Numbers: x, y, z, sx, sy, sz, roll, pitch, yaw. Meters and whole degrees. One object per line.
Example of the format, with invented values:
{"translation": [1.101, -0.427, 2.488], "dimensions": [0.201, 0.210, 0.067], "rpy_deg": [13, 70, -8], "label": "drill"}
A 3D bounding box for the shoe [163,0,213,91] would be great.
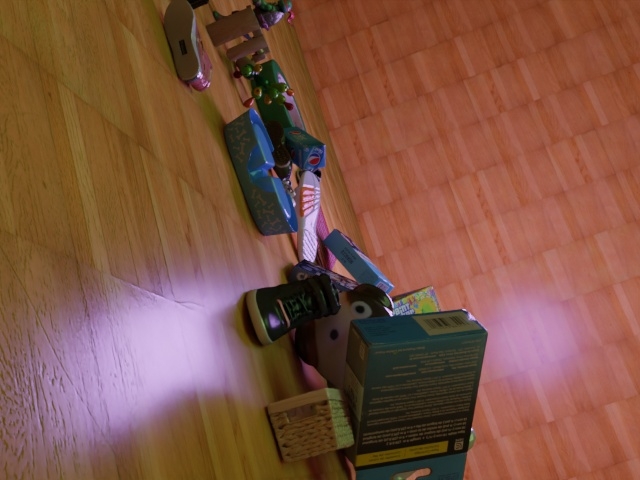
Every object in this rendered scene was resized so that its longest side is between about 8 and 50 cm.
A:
{"translation": [-0.261, -0.386, 1.528], "dimensions": [0.081, 0.063, 0.178], "rpy_deg": [43, 34, -75], "label": "shoe"}

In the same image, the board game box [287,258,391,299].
{"translation": [0.051, 0.118, 1.861], "dimensions": [0.165, 0.243, 0.042], "rpy_deg": [-33, 146, -82], "label": "board game box"}

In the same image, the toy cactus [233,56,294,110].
{"translation": [-0.173, -0.430, 2.088], "dimensions": [0.180, 0.112, 0.219], "rpy_deg": [49, 20, 29], "label": "toy cactus"}

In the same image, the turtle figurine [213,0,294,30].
{"translation": [-0.165, -0.632, 2.094], "dimensions": [0.175, 0.234, 0.118], "rpy_deg": [50, 21, -67], "label": "turtle figurine"}

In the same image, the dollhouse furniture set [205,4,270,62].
{"translation": [-0.212, -0.526, 1.994], "dimensions": [0.151, 0.123, 0.144], "rpy_deg": [-109, 175, -64], "label": "dollhouse furniture set"}

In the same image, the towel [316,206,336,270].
{"translation": [0.000, 0.000, 2.403], "dimensions": [0.275, 0.031, 0.199], "rpy_deg": [-56, 128, -77], "label": "towel"}

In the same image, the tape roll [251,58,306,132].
{"translation": [-0.121, -0.396, 2.382], "dimensions": [0.321, 0.077, 0.321], "rpy_deg": [-19, 90, -82], "label": "tape roll"}

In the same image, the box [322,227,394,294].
{"translation": [0.112, 0.070, 2.295], "dimensions": [0.100, 0.060, 0.244], "rpy_deg": [33, 12, -50], "label": "box"}

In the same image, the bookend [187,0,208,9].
{"translation": [-0.305, -0.598, 1.681], "dimensions": [0.157, 0.072, 0.156], "rpy_deg": [-95, 162, -57], "label": "bookend"}

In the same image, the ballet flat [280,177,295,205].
{"translation": [-0.094, -0.102, 1.924], "dimensions": [0.188, 0.070, 0.070], "rpy_deg": [-98, 165, -54], "label": "ballet flat"}

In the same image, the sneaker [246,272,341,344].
{"translation": [-0.044, 0.119, 1.458], "dimensions": [0.296, 0.147, 0.104], "rpy_deg": [-20, 92, -80], "label": "sneaker"}

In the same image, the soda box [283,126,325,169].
{"translation": [-0.058, -0.261, 2.154], "dimensions": [0.210, 0.071, 0.067], "rpy_deg": [-136, -139, -57], "label": "soda box"}

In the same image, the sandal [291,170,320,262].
{"translation": [-0.058, -0.061, 2.064], "dimensions": [0.102, 0.076, 0.265], "rpy_deg": [26, 64, -58], "label": "sandal"}

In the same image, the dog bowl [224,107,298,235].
{"translation": [-0.135, -0.146, 1.729], "dimensions": [0.166, 0.074, 0.297], "rpy_deg": [-14, 83, -82], "label": "dog bowl"}

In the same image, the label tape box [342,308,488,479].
{"translation": [0.165, 0.306, 1.441], "dimensions": [0.106, 0.241, 0.333], "rpy_deg": [-132, -137, -60], "label": "label tape box"}

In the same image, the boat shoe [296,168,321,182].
{"translation": [-0.033, -0.208, 2.539], "dimensions": [0.206, 0.065, 0.075], "rpy_deg": [-73, 143, -76], "label": "boat shoe"}

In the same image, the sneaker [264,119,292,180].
{"translation": [-0.119, -0.242, 2.125], "dimensions": [0.086, 0.064, 0.192], "rpy_deg": [83, -8, -48], "label": "sneaker"}

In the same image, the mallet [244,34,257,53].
{"translation": [-0.219, -0.636, 2.457], "dimensions": [0.062, 0.039, 0.190], "rpy_deg": [67, 12, 0], "label": "mallet"}

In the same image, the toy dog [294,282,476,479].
{"translation": [0.119, 0.291, 1.688], "dimensions": [0.408, 0.284, 0.395], "rpy_deg": [66, -3, -29], "label": "toy dog"}

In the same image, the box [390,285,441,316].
{"translation": [0.200, 0.303, 2.059], "dimensions": [0.290, 0.177, 0.279], "rpy_deg": [-18, 87, -46], "label": "box"}

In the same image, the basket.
{"translation": [-0.010, 0.320, 1.331], "dimensions": [0.167, 0.113, 0.103], "rpy_deg": [42, 32, -73], "label": "basket"}
